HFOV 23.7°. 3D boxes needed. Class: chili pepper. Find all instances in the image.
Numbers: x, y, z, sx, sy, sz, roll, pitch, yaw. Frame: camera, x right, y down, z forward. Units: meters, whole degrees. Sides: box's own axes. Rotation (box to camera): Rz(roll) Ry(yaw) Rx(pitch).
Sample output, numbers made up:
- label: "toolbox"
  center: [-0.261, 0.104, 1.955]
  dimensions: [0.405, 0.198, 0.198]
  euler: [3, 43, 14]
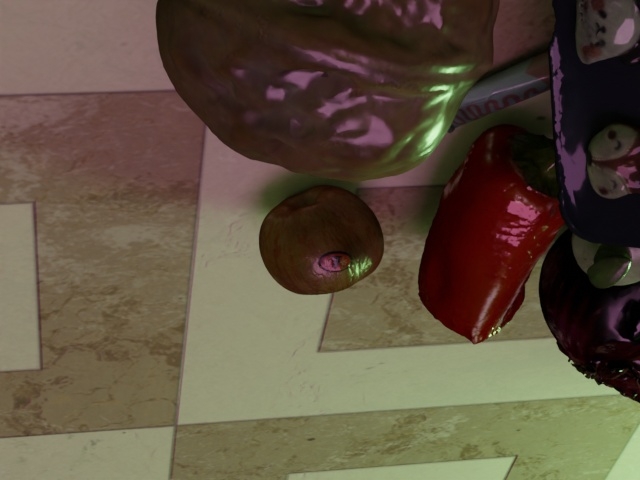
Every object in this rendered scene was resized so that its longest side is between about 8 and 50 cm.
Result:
- label: "chili pepper"
  center: [0.190, -0.045, 1.525]
  dimensions: [0.134, 0.131, 0.338]
  euler: [-39, 161, -36]

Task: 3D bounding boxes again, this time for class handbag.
- label: "handbag"
  center: [0.352, -0.123, 1.255]
  dimensions: [0.329, 0.122, 0.303]
  euler: [12, 127, 31]

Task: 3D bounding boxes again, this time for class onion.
- label: "onion"
  center: [0.361, 0.064, 1.671]
  dimensions: [0.281, 0.221, 0.281]
  euler: [-8, 118, -14]

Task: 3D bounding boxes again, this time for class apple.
- label: "apple"
  center: [0.000, -0.001, 1.564]
  dimensions: [0.126, 0.126, 0.102]
  euler: [-18, 106, 12]

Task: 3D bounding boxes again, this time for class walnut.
- label: "walnut"
  center: [0.008, -0.178, 1.199]
  dimensions: [0.273, 0.273, 0.227]
  euler: [-2, 178, -11]

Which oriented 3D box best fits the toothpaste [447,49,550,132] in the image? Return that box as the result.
- label: "toothpaste"
  center: [0.200, -0.155, 1.461]
  dimensions: [0.205, 0.036, 0.056]
  euler: [-22, 146, 25]

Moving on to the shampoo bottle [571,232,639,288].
- label: "shampoo bottle"
  center: [0.314, -0.028, 1.499]
  dimensions: [0.087, 0.234, 0.118]
  euler: [48, 134, -7]
